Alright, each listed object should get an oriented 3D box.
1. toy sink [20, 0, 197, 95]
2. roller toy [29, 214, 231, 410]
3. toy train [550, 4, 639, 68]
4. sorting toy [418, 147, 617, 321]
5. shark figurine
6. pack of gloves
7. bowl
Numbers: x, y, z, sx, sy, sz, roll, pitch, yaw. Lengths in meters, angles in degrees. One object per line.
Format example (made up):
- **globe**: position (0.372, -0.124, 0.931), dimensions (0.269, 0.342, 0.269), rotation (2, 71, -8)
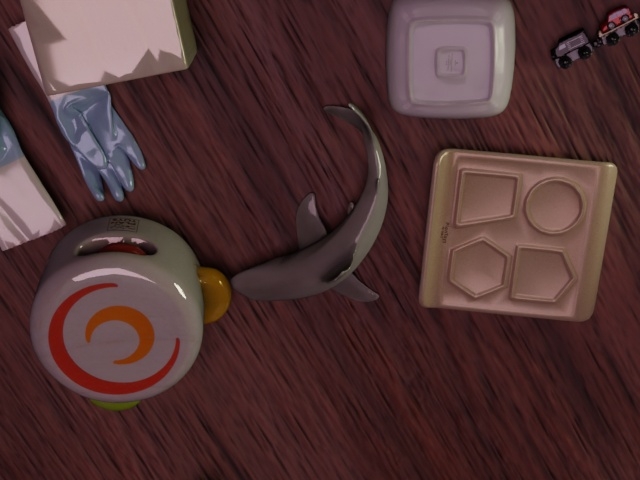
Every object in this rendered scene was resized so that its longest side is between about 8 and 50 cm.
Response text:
- **toy sink**: position (-0.230, -0.288, 1.149), dimensions (0.152, 0.131, 0.234), rotation (-11, 109, 3)
- **roller toy**: position (-0.227, 0.073, 1.274), dimensions (0.209, 0.146, 0.191), rotation (-39, 113, 14)
- **toy train**: position (0.319, -0.231, 1.179), dimensions (0.158, 0.027, 0.036), rotation (-26, 94, 14)
- **sorting toy**: position (0.222, -0.007, 1.265), dimensions (0.208, 0.038, 0.193), rotation (4, 110, -1)
- **shark figurine**: position (0.026, -0.011, 1.240), dimensions (0.166, 0.116, 0.278), rotation (28, 111, -6)
- **pack of gloves**: position (-0.323, -0.131, 1.275), dimensions (0.195, 0.046, 0.232), rotation (-22, 106, -2)
- **bowl**: position (0.140, -0.197, 1.194), dimensions (0.142, 0.053, 0.142), rotation (1, 108, 4)
